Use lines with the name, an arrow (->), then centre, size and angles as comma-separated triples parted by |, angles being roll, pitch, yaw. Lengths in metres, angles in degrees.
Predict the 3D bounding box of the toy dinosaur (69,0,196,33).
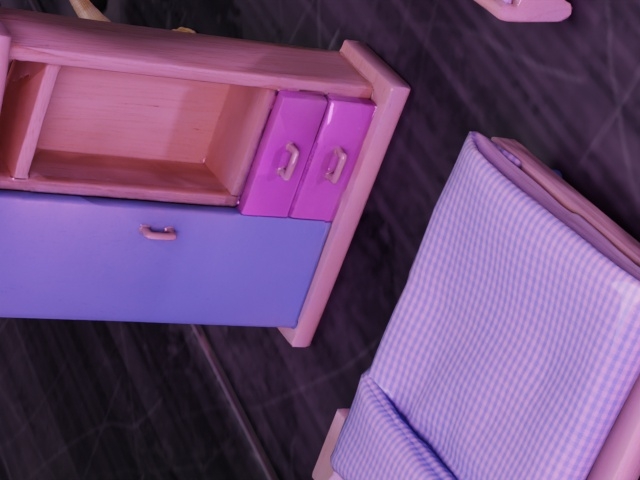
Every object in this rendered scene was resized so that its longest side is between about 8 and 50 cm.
toy dinosaur -> -0.095, -0.075, 0.977 | 0.183, 0.053, 0.092 | 41, 105, 41

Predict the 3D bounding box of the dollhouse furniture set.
dollhouse furniture set -> 0.000, 0.000, 0.681 | 0.303, 0.198, 0.286 | 48, 126, 46
